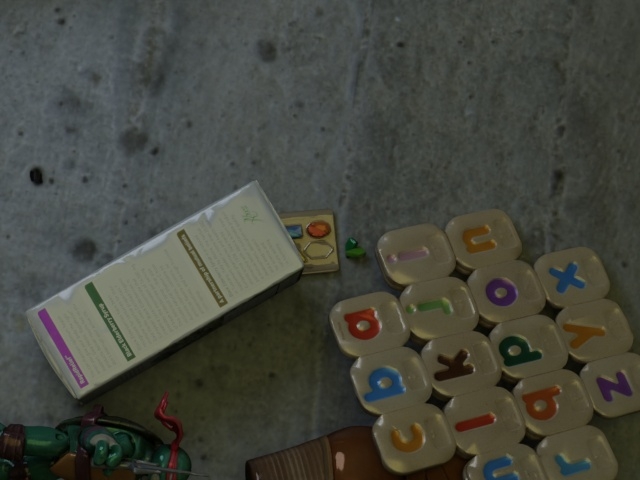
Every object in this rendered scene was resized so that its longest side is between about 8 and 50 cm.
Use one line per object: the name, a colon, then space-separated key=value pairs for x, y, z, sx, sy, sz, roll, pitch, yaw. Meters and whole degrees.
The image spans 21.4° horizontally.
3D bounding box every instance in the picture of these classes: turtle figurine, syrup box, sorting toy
turtle figurine: x=-0.200 y=0.201 z=1.457 sx=0.234 sy=0.175 sz=0.118 roll=6 pitch=40 yaw=8
syrup box: x=-0.138 y=0.049 z=1.519 sx=0.237 sy=0.093 sz=0.096 roll=-29 pitch=84 yaw=-8
sorting toy: x=0.000 y=0.000 z=1.590 sx=0.083 sy=0.012 sz=0.062 roll=-5 pitch=79 yaw=-7

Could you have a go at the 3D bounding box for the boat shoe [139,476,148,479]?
boat shoe: x=-0.159 y=0.224 z=1.522 sx=0.035 sy=0.035 sz=0.100 roll=1 pitch=73 yaw=-34

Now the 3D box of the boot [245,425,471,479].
boot: x=0.065 y=0.303 z=1.504 sx=0.220 sy=0.109 sz=0.283 roll=-9 pitch=73 yaw=-12

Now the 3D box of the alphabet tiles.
alphabet tiles: x=0.158 y=0.107 z=1.543 sx=0.278 sy=0.021 sz=0.284 roll=-13 pitch=67 yaw=-20
